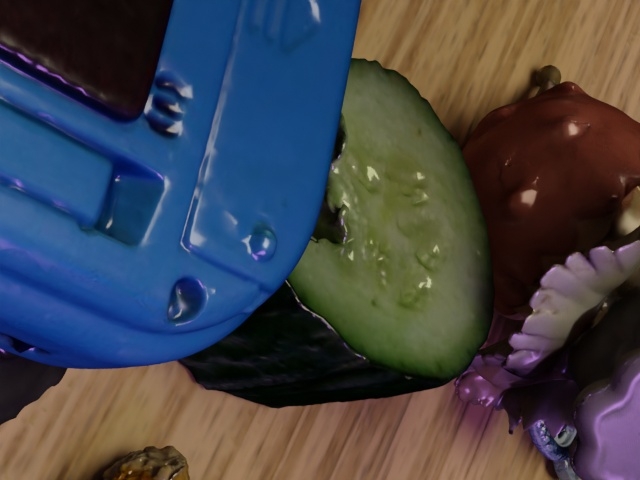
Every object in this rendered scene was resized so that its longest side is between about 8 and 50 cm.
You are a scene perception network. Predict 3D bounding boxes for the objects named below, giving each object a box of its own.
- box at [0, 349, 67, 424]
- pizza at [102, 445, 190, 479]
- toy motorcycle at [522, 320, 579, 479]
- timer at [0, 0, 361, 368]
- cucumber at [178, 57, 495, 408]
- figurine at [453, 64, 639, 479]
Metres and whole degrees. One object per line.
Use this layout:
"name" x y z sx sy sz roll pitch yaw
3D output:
"box" -0.185 -0.130 0.788 0.350 0.091 0.359 51 51 -33
"pizza" -0.117 0.219 0.860 0.127 0.058 0.246 54 52 -31
"toy motorcycle" 0.201 0.095 1.199 0.254 0.092 0.135 20 63 -54
"timer" -0.110 -0.128 0.723 0.309 0.115 0.340 27 65 -40
"cucumber" 0.007 0.003 0.966 0.191 0.130 0.191 11 75 -49
"figurine" 0.164 0.006 1.070 0.166 0.207 0.387 34 20 -21
